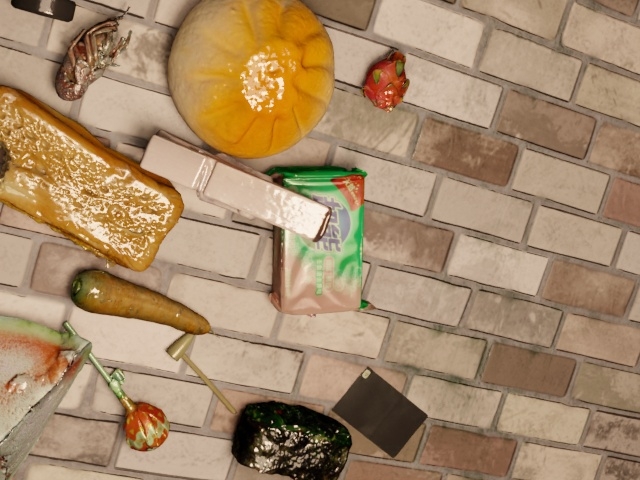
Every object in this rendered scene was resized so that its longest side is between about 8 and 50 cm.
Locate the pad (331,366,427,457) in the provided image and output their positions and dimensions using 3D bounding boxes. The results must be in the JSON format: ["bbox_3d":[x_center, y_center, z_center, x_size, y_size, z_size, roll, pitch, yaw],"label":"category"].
[{"bbox_3d":[0.122,0.349,2.105,0.193,0.004,0.116,42,87,-26],"label":"pad"}]

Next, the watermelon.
[{"bbox_3d":[-0.543,0.246,1.702,0.320,0.213,0.289,-45,114,8],"label":"watermelon"}]

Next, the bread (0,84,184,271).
[{"bbox_3d":[-0.418,-0.096,1.722,0.380,0.109,0.185,33,94,-24],"label":"bread"}]

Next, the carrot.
[{"bbox_3d":[-0.301,0.122,1.850,0.298,0.078,0.078,22,95,-31],"label":"carrot"}]

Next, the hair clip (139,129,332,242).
[{"bbox_3d":[-0.141,-0.088,1.765,0.331,0.101,0.085,22,102,-7],"label":"hair clip"}]

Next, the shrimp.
[{"bbox_3d":[-0.369,-0.310,1.707,0.073,0.075,0.190,35,78,7],"label":"shrimp"}]

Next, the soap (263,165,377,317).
[{"bbox_3d":[-0.001,-0.001,1.911,0.218,0.098,0.273,-3,105,-18],"label":"soap"}]

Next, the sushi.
[{"bbox_3d":[-0.053,0.380,1.978,0.225,0.124,0.127,17,97,-18],"label":"sushi"}]

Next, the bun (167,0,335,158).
[{"bbox_3d":[-0.103,-0.285,1.764,0.299,0.165,0.299,-6,107,-21],"label":"bun"}]

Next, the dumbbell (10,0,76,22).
[{"bbox_3d":[-0.418,-0.447,1.634,0.100,0.100,0.191,11,98,-23],"label":"dumbbell"}]

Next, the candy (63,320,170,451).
[{"bbox_3d":[-0.373,0.260,1.863,0.084,0.078,0.287,-28,106,27],"label":"candy"}]

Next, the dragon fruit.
[{"bbox_3d":[0.125,-0.294,1.898,0.081,0.086,0.116,21,87,13],"label":"dragon fruit"}]

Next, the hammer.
[{"bbox_3d":[-0.208,0.251,1.943,0.060,0.028,0.195,-45,118,-15],"label":"hammer"}]
